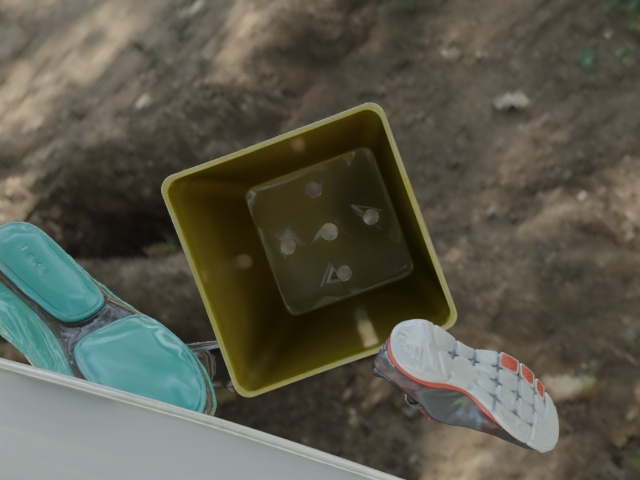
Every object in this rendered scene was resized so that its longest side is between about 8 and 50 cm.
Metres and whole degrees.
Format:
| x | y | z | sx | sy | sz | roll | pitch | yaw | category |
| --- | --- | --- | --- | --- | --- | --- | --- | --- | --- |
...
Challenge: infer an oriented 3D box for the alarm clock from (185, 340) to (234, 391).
| x | y | z | sx | sy | sz | roll | pitch | yaw | category |
| --- | --- | --- | --- | --- | --- | --- | --- | --- | --- |
| -0.172 | 0.159 | 2.035 | 0.192 | 0.129 | 0.064 | -3 | 94 | 48 | alarm clock |

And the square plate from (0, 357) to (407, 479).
| x | y | z | sx | sy | sz | roll | pitch | yaw | category |
| --- | --- | --- | --- | --- | --- | --- | --- | --- | --- |
| -0.138 | 0.138 | 0.858 | 0.344 | 0.347 | 0.049 | -30 | 45 | 58 | square plate |

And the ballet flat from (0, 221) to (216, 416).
| x | y | z | sx | sy | sz | roll | pitch | yaw | category |
| --- | --- | --- | --- | --- | --- | --- | --- | --- | --- |
| -0.156 | 0.081 | 1.149 | 0.083 | 0.087 | 0.247 | -27 | 50 | -32 | ballet flat |

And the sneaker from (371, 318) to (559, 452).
| x | y | z | sx | sy | sz | roll | pitch | yaw | category |
| --- | --- | --- | --- | --- | --- | --- | --- | --- | --- |
| 0.108 | 0.115 | 1.244 | 0.065 | 0.158 | 0.061 | -44 | 17 | 48 | sneaker |

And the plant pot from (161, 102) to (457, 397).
| x | y | z | sx | sy | sz | roll | pitch | yaw | category |
| --- | --- | --- | --- | --- | --- | --- | --- | --- | --- |
| 0.000 | 0.000 | 1.545 | 0.212 | 0.212 | 0.187 | -20 | 4 | 9 | plant pot |
